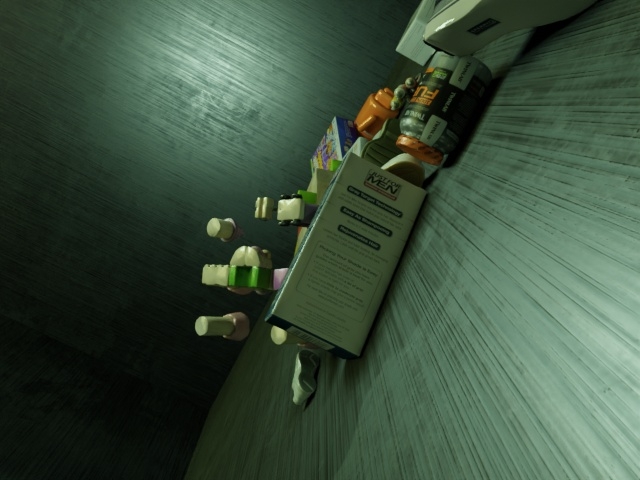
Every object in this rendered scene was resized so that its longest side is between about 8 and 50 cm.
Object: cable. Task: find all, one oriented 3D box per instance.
[{"bbox_3d":[0.290,-0.518,1.863,0.139,0.072,0.287,-53,10,28],"label":"cable"}]

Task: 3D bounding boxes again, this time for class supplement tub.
[{"bbox_3d":[0.223,-0.242,1.036,0.190,0.117,0.117,-63,6,3],"label":"supplement tub"}]

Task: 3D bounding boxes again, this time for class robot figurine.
[{"bbox_3d":[0.198,-0.440,2.026,0.158,0.128,0.219,-93,27,-48],"label":"robot figurine"}]

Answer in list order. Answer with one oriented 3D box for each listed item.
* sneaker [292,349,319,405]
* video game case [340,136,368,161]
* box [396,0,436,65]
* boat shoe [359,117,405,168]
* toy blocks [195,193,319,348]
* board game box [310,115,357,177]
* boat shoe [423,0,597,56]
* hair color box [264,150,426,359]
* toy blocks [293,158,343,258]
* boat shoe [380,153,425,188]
[{"bbox_3d":[-0.039,0.294,1.221,0.152,0.054,0.061,-78,13,-65],"label":"sneaker"},{"bbox_3d":[0.058,-0.109,1.737,0.329,0.036,0.299,132,148,-54],"label":"video game case"},{"bbox_3d":[0.368,-0.733,1.913,0.181,0.119,0.181,-65,6,-21],"label":"box"},{"bbox_3d":[0.165,-0.220,1.513,0.302,0.113,0.103,-54,-4,-49],"label":"boat shoe"},{"bbox_3d":[-0.082,0.078,1.258,0.289,0.260,0.308,-1,82,36],"label":"toy blocks"},{"bbox_3d":[0.057,-0.233,1.989,0.233,0.078,0.347,123,149,-45],"label":"board game box"},{"bbox_3d":[0.278,-0.397,0.824,0.340,0.127,0.158,5,82,63],"label":"boat shoe"},{"bbox_3d":[0.050,0.027,1.055,0.347,0.174,0.105,-64,5,-19],"label":"hair color box"},{"bbox_3d":[0.000,0.000,1.535,0.261,0.191,0.381,115,160,-48],"label":"toy blocks"},{"bbox_3d":[0.151,-0.125,1.214,0.096,0.098,0.277,-67,6,-25],"label":"boat shoe"}]
